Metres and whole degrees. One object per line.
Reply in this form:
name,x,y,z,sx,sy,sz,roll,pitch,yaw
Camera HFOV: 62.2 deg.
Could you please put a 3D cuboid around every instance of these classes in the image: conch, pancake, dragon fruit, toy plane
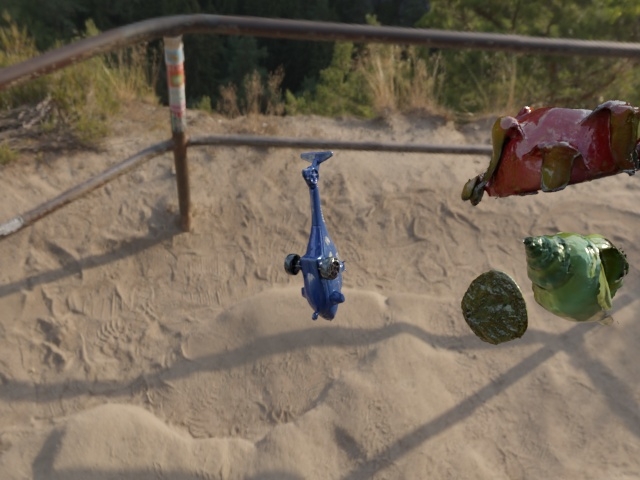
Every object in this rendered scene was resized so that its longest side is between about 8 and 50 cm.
conch,0.275,0.039,0.557,0.200,0.095,0.079,12,20,-39
pancake,0.240,0.093,0.737,0.017,0.108,0.108,-4,50,-37
dragon fruit,0.177,-0.072,0.398,0.112,0.126,0.068,-16,95,-32
toy plane,0.000,0.000,0.513,0.054,0.167,0.062,4,19,34
